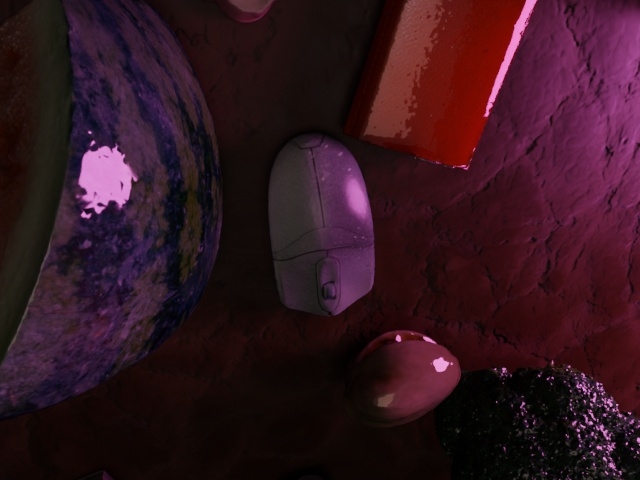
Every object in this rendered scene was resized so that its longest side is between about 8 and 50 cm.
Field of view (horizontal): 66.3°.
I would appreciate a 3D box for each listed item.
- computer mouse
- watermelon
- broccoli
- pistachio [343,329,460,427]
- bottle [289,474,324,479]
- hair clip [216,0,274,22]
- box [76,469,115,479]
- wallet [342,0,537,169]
[{"bbox_3d":[0.001,0.001,0.524,0.113,0.068,0.229,-9,116,-4],"label":"computer mouse"},{"bbox_3d":[-0.218,-0.040,0.370,0.292,0.250,0.283,-3,110,-13],"label":"watermelon"},{"bbox_3d":[0.283,0.268,0.635,0.269,0.269,0.254,29,111,-21],"label":"broccoli"},{"bbox_3d":[0.098,0.168,0.599,0.149,0.113,0.113,-7,116,-8],"label":"pistachio"},{"bbox_3d":[-0.007,0.458,0.738,0.096,0.079,0.254,9,122,28],"label":"bottle"},{"bbox_3d":[-0.083,-0.273,0.403,0.123,0.102,0.138,11,80,-17],"label":"hair clip"},{"bbox_3d":[-0.296,0.402,0.680,0.115,0.036,0.177,-26,117,3],"label":"box"},{"bbox_3d":[0.117,-0.181,0.472,0.142,0.045,0.204,13,112,-13],"label":"wallet"}]
